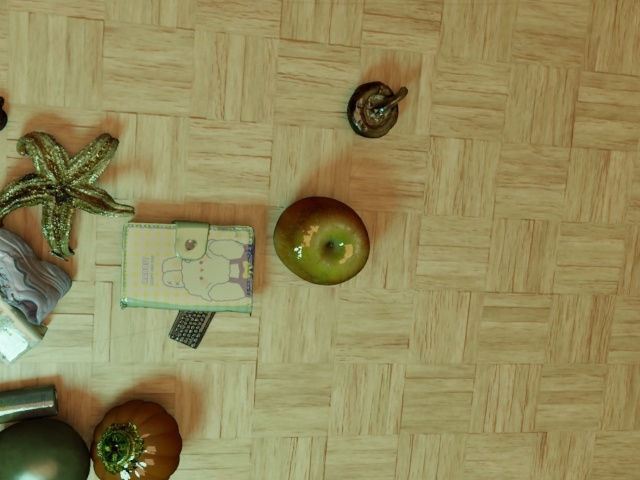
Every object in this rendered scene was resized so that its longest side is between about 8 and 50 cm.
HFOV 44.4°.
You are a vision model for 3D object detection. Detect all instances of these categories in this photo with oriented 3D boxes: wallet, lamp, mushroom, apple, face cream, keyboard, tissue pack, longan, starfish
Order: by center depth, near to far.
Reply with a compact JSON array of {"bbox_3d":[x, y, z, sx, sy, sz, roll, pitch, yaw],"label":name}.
[{"bbox_3d":[-0.566,-0.101,1.753,0.312,0.113,0.303,8,95,-6],"label":"starfish"},{"bbox_3d":[-0.711,0.189,1.770,0.106,0.099,0.148,-38,106,-1],"label":"tissue pack"},{"bbox_3d":[-0.643,0.518,1.782,0.246,0.215,0.246,8,132,9],"label":"longan"},{"bbox_3d":[-0.754,0.389,1.809,0.284,0.073,0.073,-6,101,-12],"label":"face cream"},{"bbox_3d":[-0.432,0.487,1.842,0.223,0.196,0.223,-4,75,17],"label":"lamp"},{"bbox_3d":[-0.310,0.064,1.847,0.310,0.077,0.223,3,94,-10],"label":"wallet"},{"bbox_3d":[0.000,0.000,1.875,0.210,0.173,0.235,-44,115,-8],"label":"apple"},{"bbox_3d":[0.139,-0.324,1.896,0.171,0.080,0.135,-31,118,-7],"label":"mushroom"},{"bbox_3d":[-0.284,0.140,1.908,0.087,0.017,0.250,28,93,-17],"label":"keyboard"}]

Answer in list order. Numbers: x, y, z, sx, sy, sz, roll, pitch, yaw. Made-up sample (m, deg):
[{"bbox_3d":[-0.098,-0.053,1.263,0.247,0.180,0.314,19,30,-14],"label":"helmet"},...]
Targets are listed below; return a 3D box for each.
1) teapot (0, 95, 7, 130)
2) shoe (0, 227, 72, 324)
[{"bbox_3d":[-0.719,-0.269,1.716,0.068,0.045,0.100,21,76,5],"label":"teapot"},{"bbox_3d":[-0.673,0.078,1.722,0.095,0.137,0.245,-29,122,31],"label":"shoe"}]
